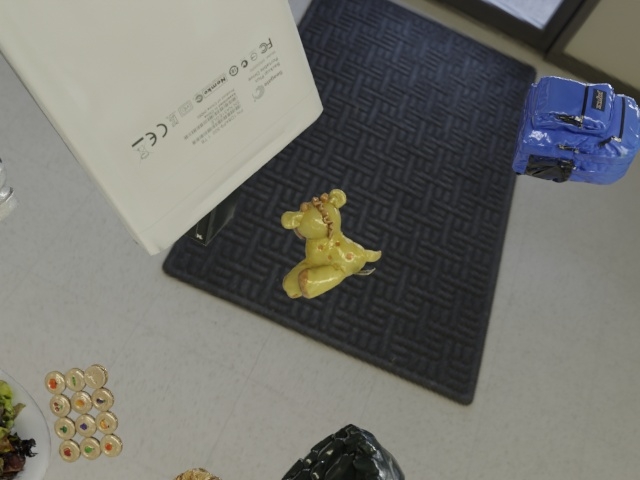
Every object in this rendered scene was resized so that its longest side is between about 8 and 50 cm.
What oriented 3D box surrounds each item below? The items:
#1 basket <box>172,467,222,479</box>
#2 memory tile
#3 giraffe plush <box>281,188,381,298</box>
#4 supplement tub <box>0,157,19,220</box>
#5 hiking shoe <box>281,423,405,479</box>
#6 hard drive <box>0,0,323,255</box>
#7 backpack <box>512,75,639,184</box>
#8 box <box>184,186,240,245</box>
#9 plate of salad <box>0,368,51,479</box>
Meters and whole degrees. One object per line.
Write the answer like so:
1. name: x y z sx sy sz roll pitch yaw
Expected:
1. basket: -0.213 0.474 1.017 0.213 0.223 0.299 28 69 22
2. memory tile: -0.366 0.268 1.122 0.113 0.012 0.148 -10 93 14
3. giraffe plush: 0.000 0.000 1.434 0.181 0.210 0.171 -35 102 -44
4. supplement tub: -0.667 -0.144 1.249 0.191 0.191 0.272 -44 123 -36
5. hiking shoe: 0.038 0.235 0.365 0.132 0.113 0.304 44 20 -29
6. hard drive: -0.132 -0.177 0.590 0.233 0.353 0.047 -43 52 -18
7. backpack: 0.271 -0.112 0.757 0.120 0.101 0.098 14 67 8
8. box: -0.209 -0.149 1.106 0.184 0.261 0.103 27 38 11
9. plate of salad: -0.231 0.078 0.359 0.199 0.048 0.200 23 12 -5
